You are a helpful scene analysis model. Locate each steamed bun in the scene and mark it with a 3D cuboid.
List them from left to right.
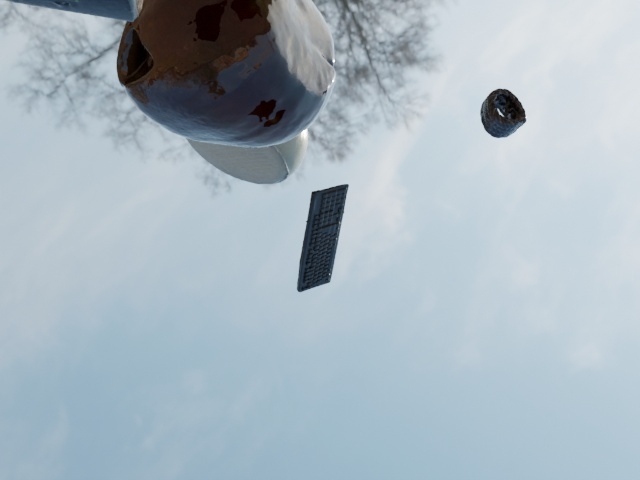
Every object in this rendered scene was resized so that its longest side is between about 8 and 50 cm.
[{"bbox_3d":[-0.200,-0.338,2.347,0.374,0.374,0.241,12,-117,38],"label":"steamed bun"}]

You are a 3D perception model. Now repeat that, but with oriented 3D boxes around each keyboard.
[{"bbox_3d":[0.000,0.000,1.586,0.087,0.251,0.017,-17,-133,-29],"label":"keyboard"}]

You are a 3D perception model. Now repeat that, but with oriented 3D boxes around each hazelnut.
[{"bbox_3d":[-0.174,-0.374,1.594,0.401,0.403,0.429,4,-178,32],"label":"hazelnut"}]

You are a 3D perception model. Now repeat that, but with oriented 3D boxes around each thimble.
[{"bbox_3d":[0.415,-0.293,1.908,0.095,0.066,0.104,-27,-102,-31],"label":"thimble"}]

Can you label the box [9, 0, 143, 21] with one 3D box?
[{"bbox_3d":[-0.311,-0.473,0.958,0.264,0.116,0.416,8,-108,-8],"label":"box"}]
